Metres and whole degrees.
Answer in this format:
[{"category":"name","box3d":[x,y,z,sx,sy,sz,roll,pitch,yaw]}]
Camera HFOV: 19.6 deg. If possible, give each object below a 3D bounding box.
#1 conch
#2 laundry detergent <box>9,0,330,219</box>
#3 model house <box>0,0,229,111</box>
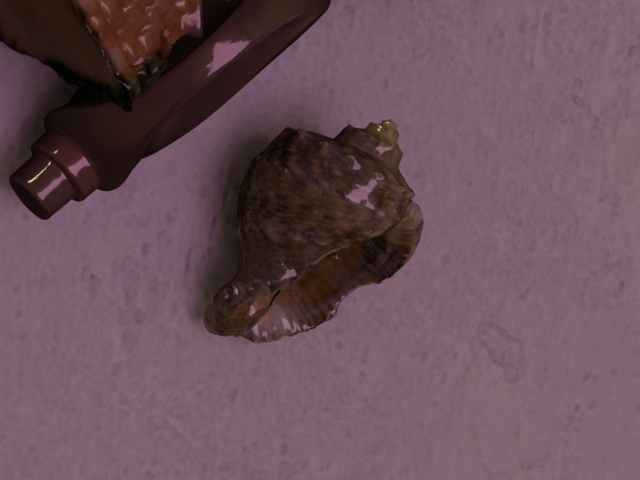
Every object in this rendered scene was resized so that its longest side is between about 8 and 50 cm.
[{"category":"conch","box3d":[0.000,0.000,1.366,0.155,0.130,0.207,32,97,-24]},{"category":"laundry detergent","box3d":[-0.101,-0.109,1.238,0.237,0.171,0.076,-44,102,-19]},{"category":"model house","box3d":[-0.134,-0.207,1.177,0.172,0.183,0.166,-43,124,-18]}]
